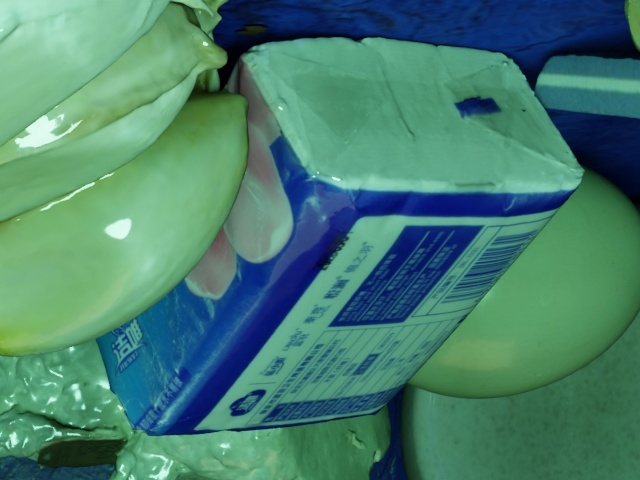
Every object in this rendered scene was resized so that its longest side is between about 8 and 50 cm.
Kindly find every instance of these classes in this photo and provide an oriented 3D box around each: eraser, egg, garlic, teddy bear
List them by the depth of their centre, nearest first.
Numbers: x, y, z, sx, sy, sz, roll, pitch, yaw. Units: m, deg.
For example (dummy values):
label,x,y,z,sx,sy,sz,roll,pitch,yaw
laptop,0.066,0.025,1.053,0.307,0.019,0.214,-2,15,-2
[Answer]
label,x,y,z,sx,sy,sz,roll,pitch,yaw
garlic,-0.129,-0.071,0.745,0.203,0.185,0.281,-33,147,-2
eraser,0.213,-0.085,0.960,0.082,0.036,0.225,-5,-170,-28
egg,0.131,0.022,1.267,0.241,0.186,0.186,-13,172,-14
teddy bear,-0.164,0.166,1.619,0.362,0.327,0.375,-8,145,21

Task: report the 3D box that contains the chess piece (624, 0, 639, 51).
label,x,y,z,sx,sy,sz,roll,pitch,yaw
chess piece,0.248,-0.123,0.897,0.172,0.060,0.060,-2,169,-21

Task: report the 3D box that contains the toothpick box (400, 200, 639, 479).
label,x,y,z,sx,sy,sz,roll,pitch,yaw
toothpick box,0.299,0.164,1.545,0.408,0.409,0.425,-9,167,26

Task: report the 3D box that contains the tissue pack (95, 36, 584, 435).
label,x,y,z,sx,sy,sz,roll,pitch,yaw
tissue pack,0.000,0.000,1.051,0.209,0.137,0.270,-1,144,-32
